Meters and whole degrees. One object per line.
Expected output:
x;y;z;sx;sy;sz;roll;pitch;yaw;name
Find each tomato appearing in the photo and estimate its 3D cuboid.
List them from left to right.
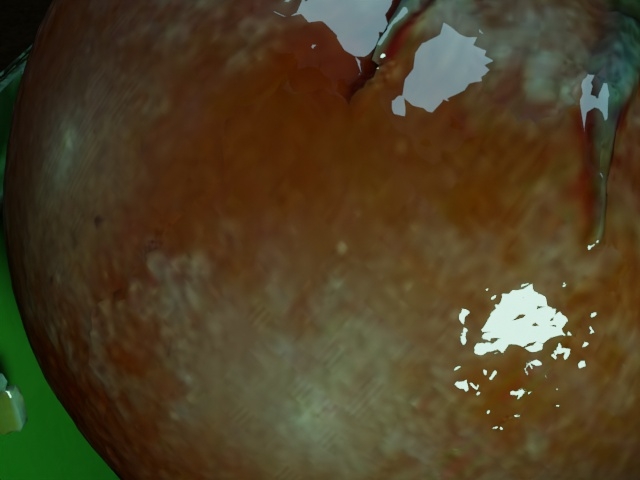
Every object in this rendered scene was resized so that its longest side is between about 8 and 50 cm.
0.030;-0.006;0.624;0.265;0.265;0.265;-4;35;3;tomato

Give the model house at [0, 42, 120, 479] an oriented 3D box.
-0.242;0.078;0.698;0.313;0.242;0.357;7;38;23;model house
